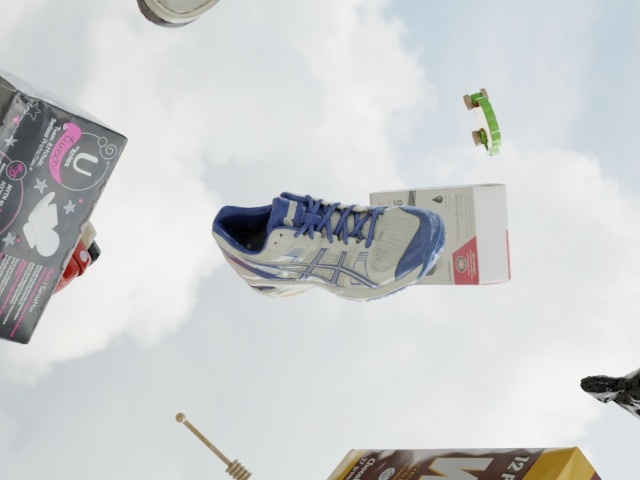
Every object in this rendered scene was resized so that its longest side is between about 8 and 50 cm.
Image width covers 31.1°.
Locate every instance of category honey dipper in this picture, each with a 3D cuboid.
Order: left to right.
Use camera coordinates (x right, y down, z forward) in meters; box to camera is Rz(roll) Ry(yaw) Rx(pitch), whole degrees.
[{"bbox_3d":[-0.180,0.342,1.909,0.161,0.030,0.030,44,-54,-3],"label":"honey dipper"}]

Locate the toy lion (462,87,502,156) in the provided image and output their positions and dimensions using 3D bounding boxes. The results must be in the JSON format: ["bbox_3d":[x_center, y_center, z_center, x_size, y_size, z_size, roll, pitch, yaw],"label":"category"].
[{"bbox_3d":[0.227,-0.155,1.565,0.034,0.100,0.096,-19,-142,0],"label":"toy lion"}]

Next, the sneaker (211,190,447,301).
[{"bbox_3d":[0.000,0.000,1.360,0.297,0.131,0.111,-9,-128,31],"label":"sneaker"}]

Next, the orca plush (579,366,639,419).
[{"bbox_3d":[0.360,0.085,1.058,0.287,0.102,0.151,-32,-88,32],"label":"orca plush"}]

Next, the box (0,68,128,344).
[{"bbox_3d":[-0.338,-0.043,1.201,0.163,0.142,0.247,33,-83,49],"label":"box"}]

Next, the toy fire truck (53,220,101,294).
[{"bbox_3d":[-0.424,0.035,1.426,0.217,0.158,0.246,-14,-150,22],"label":"toy fire truck"}]

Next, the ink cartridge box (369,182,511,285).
[{"bbox_3d":[0.188,-0.008,1.845,0.218,0.092,0.158,-2,-88,46],"label":"ink cartridge box"}]

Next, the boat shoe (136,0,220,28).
[{"bbox_3d":[-0.113,-0.223,0.912,0.065,0.075,0.206,-40,-151,37],"label":"boat shoe"}]

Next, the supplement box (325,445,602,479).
[{"bbox_3d":[0.090,0.225,0.631,0.129,0.191,0.194,-47,-162,-31],"label":"supplement box"}]
